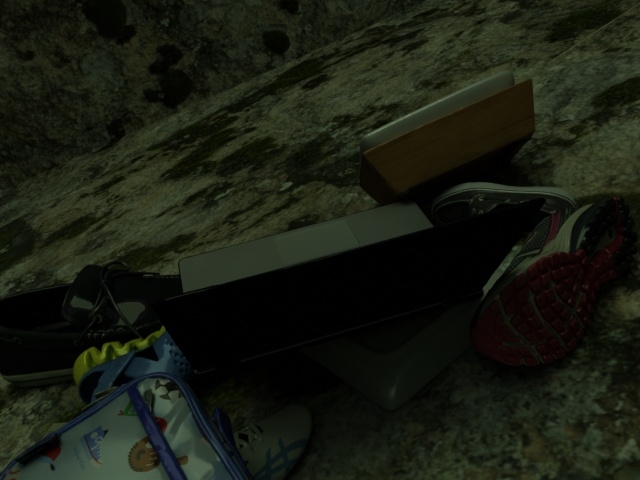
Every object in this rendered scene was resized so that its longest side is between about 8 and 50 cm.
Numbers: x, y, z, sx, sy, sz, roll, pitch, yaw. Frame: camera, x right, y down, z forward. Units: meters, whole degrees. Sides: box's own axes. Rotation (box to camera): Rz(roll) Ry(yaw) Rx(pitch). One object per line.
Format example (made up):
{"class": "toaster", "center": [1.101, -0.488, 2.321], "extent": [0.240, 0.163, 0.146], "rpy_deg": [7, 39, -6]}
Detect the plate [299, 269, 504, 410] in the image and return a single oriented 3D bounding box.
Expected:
{"class": "plate", "center": [0.110, 0.091, 0.989], "extent": [0.278, 0.045, 0.277], "rpy_deg": [-34, 29, -21]}

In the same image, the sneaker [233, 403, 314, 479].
{"class": "sneaker", "center": [-0.110, 0.262, 0.811], "extent": [0.237, 0.086, 0.085], "rpy_deg": [-32, 27, -18]}

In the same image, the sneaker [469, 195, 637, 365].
{"class": "sneaker", "center": [0.281, 0.052, 0.865], "extent": [0.299, 0.121, 0.112], "rpy_deg": [-34, 14, -34]}

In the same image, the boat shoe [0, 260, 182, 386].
{"class": "boat shoe", "center": [-0.355, 0.124, 1.173], "extent": [0.500, 0.156, 0.187], "rpy_deg": [-13, 27, 17]}

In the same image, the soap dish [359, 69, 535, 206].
{"class": "soap dish", "center": [0.210, -0.154, 1.178], "extent": [0.291, 0.118, 0.229], "rpy_deg": [-24, -9, -2]}

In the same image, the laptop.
{"class": "laptop", "center": [0.000, 0.000, 0.859], "extent": [0.382, 0.236, 0.408], "rpy_deg": [-14, 34, -8]}

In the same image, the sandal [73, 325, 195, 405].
{"class": "sandal", "center": [-0.214, 0.182, 1.010], "extent": [0.317, 0.126, 0.138], "rpy_deg": [-30, 31, 5]}

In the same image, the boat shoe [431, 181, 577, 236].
{"class": "boat shoe", "center": [0.270, -0.036, 1.064], "extent": [0.228, 0.080, 0.076], "rpy_deg": [5, 36, 30]}

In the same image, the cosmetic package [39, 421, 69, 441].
{"class": "cosmetic package", "center": [-0.377, 0.312, 0.975], "extent": [0.060, 0.041, 0.115], "rpy_deg": [-9, 31, 27]}

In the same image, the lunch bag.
{"class": "lunch bag", "center": [-0.172, 0.279, 0.685], "extent": [0.243, 0.115, 0.303], "rpy_deg": [-32, 51, -14]}
